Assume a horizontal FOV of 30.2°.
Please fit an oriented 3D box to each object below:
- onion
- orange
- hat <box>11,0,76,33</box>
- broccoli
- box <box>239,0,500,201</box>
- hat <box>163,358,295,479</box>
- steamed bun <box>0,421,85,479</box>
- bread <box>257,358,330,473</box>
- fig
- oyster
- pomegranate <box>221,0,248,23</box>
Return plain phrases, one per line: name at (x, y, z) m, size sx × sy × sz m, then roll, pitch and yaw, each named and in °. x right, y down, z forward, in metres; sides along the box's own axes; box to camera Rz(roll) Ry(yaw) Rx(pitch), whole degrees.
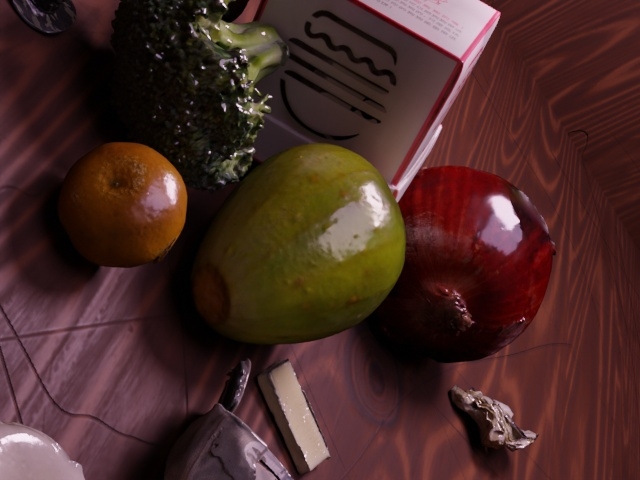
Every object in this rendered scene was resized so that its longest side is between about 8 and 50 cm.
onion at (0.231, 0.031, 1.988) m, size 0.341 × 0.341 × 0.341 m, roll 40°, pitch 36°, yaw -38°
orange at (-0.234, -0.039, 1.407) m, size 0.134 × 0.154 × 0.155 m, roll 105°, pitch -26°, yaw -65°
hat at (-0.354, -0.329, 1.531) m, size 0.121 × 0.050 × 0.121 m, roll 38°, pitch 36°, yaw -35°
broccoli at (-0.170, -0.225, 1.563) m, size 0.235 × 0.288 × 0.260 m, roll 17°, pitch 32°, yaw -2°
box at (0.055, -0.259, 1.804) m, size 0.314 × 0.300 × 0.312 m, roll 31°, pitch 31°, yaw 4°
hat at (-0.101, 0.272, 1.381) m, size 0.275 × 0.161 × 0.232 m, roll -104°, pitch 172°, yaw -74°
steamed bun at (-0.300, 0.255, 1.084) m, size 0.183 × 0.106 × 0.183 m, roll 38°, pitch 40°, yaw -43°
bread at (-0.037, 0.242, 1.631) m, size 0.068 × 0.028 × 0.154 m, roll -25°, pitch 90°, yaw -62°
fig at (-0.040, 0.020, 1.594) m, size 0.326 × 0.258 × 0.258 m, roll -33°, pitch 98°, yaw -38°
oyster at (0.301, 0.320, 2.122) m, size 0.191 × 0.081 × 0.163 m, roll 43°, pitch 7°, yaw -8°
pomegranate at (-0.169, -0.393, 1.849) m, size 0.130 × 0.130 × 0.130 m, roll 40°, pitch 36°, yaw -38°
